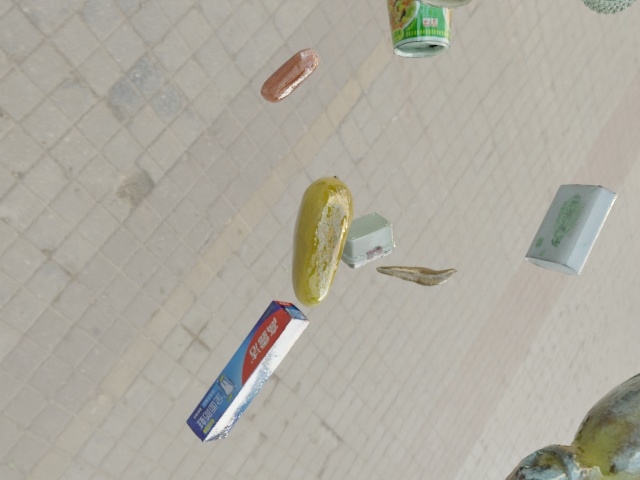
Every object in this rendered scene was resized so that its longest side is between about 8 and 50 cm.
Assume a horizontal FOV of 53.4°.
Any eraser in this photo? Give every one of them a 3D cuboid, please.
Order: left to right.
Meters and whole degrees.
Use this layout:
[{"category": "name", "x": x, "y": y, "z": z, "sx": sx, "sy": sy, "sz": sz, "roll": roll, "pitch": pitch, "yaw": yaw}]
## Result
[{"category": "eraser", "x": 0.654, "y": -0.032, "z": 1.667, "sx": 0.081, "sy": 0.174, "sz": 0.227, "roll": 31, "pitch": 84, "yaw": -22}]

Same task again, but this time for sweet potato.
[{"category": "sweet potato", "x": 0.285, "y": 0.104, "z": 1.910, "sx": 0.069, "sy": 0.249, "sz": 0.059, "roll": 109, "pitch": -14, "yaw": -69}]

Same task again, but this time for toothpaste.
[{"category": "toothpaste", "x": -0.147, "y": 0.266, "z": 1.290, "sx": 0.320, "sy": 0.066, "sz": 0.076, "roll": -55, "pitch": 151, "yaw": 8}]

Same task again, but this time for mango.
[{"category": "mango", "x": 0.001, "y": -0.005, "z": 1.587, "sx": 0.195, "sy": 0.142, "sz": 0.332, "roll": 101, "pitch": -1, "yaw": -73}]

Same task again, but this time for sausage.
[{"category": "sausage", "x": -0.082, "y": -0.443, "z": 1.714, "sx": 0.194, "sy": 0.077, "sz": 0.077, "roll": -35, "pitch": 147, "yaw": 25}]

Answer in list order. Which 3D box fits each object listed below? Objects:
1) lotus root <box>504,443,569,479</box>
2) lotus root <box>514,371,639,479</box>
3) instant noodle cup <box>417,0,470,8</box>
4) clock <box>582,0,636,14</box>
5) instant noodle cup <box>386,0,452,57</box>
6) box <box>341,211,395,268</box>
[{"category": "lotus root", "x": 0.440, "y": 0.463, "z": 1.099, "sx": 0.272, "sy": 0.272, "sz": 0.192, "roll": 43, "pitch": 66, "yaw": -46}, {"category": "lotus root", "x": 0.325, "y": 0.191, "z": 0.567, "sx": 0.322, "sy": 0.140, "sz": 0.158, "roll": -11, "pitch": 110, "yaw": -26}, {"category": "instant noodle cup", "x": 0.205, "y": -0.491, "z": 1.024, "sx": 0.213, "sy": 0.213, "sz": 0.174, "roll": 26, "pitch": 87, "yaw": -49}, {"category": "clock", "x": 0.304, "y": -0.276, "z": 0.660, "sx": 0.010, "sy": 0.074, "sz": 0.083, "roll": -77, "pitch": 156, "yaw": -54}, {"category": "instant noodle cup", "x": 0.247, "y": -0.592, "z": 1.601, "sx": 0.207, "sy": 0.207, "sz": 0.233, "roll": -3, "pitch": 91, "yaw": -48}, {"category": "box", "x": 0.157, "y": -0.003, "z": 2.291, "sx": 0.210, "sy": 0.148, "sz": 0.129, "roll": -22, "pitch": 128, "yaw": -22}]
